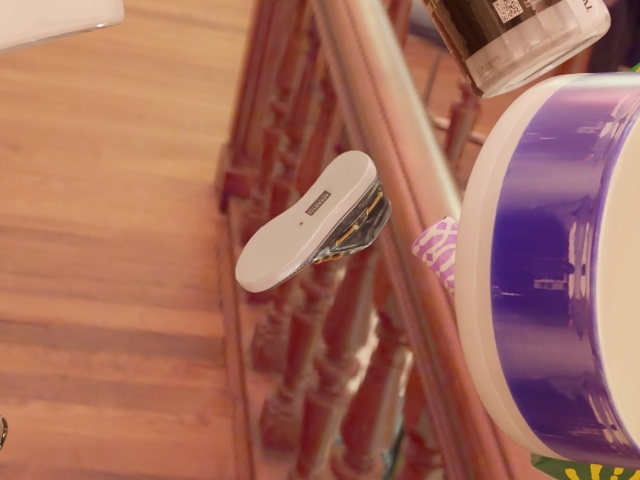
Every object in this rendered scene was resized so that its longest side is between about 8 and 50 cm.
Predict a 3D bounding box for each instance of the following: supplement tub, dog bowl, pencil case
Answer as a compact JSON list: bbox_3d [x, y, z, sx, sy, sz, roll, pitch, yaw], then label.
[{"bbox_3d":[0.204,-0.352,1.582,0.194,0.193,0.316,-25,86,-49],"label":"supplement tub"},{"bbox_3d":[0.210,0.019,0.857,0.104,0.264,0.265,2,15,43],"label":"dog bowl"},{"bbox_3d":[0.219,0.060,1.913,0.086,0.088,0.206,-24,69,-39],"label":"pencil case"}]

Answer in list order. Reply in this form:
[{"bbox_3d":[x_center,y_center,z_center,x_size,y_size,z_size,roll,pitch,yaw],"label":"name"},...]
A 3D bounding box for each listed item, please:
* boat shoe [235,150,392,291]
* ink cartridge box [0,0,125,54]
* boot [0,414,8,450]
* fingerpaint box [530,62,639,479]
[{"bbox_3d":[0.000,0.000,1.292,0.183,0.083,0.065,-45,46,-11],"label":"boat shoe"},{"bbox_3d":[-0.235,-0.249,0.413,0.279,0.384,0.160,12,27,43],"label":"ink cartridge box"},{"bbox_3d":[-0.349,0.159,1.183,0.083,0.246,0.161,49,15,30],"label":"boot"},{"bbox_3d":[0.384,-0.007,1.233,0.163,0.371,0.444,30,47,-22],"label":"fingerpaint box"}]
